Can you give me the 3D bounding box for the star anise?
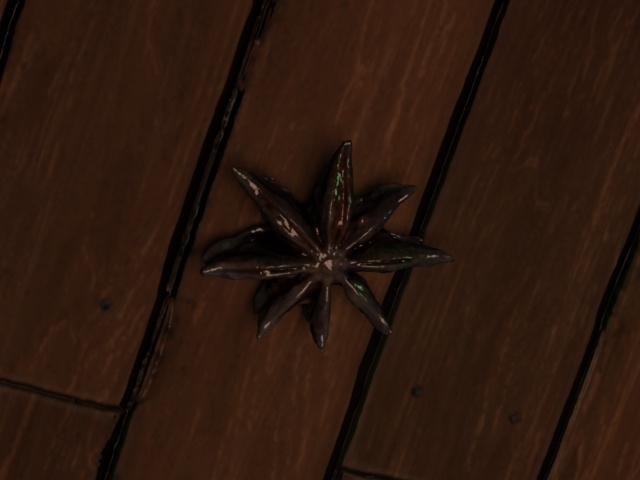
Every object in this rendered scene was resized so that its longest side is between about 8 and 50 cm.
[{"bbox_3d":[0.000,0.000,1.496,0.204,0.061,0.181,-20,113,-3],"label":"star anise"}]
